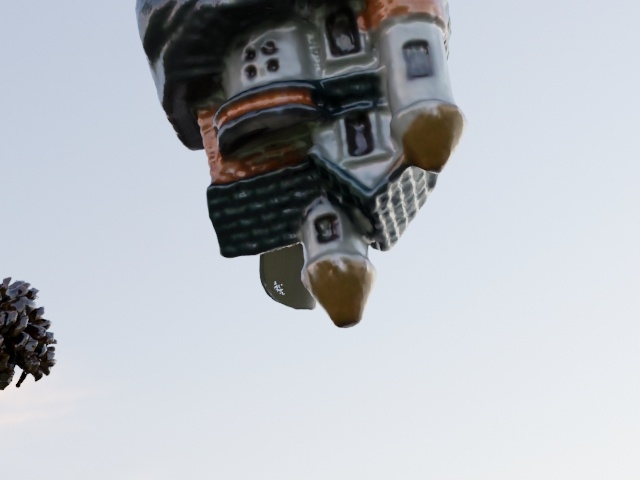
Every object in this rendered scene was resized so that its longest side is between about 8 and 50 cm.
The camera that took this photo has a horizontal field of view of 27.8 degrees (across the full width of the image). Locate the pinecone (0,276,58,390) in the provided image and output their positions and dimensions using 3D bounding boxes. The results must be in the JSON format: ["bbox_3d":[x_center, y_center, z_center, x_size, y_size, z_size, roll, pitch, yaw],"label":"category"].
[{"bbox_3d":[-0.432,0.128,1.744,0.174,0.173,0.173,-9,-23,-4],"label":"pinecone"}]

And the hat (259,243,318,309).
[{"bbox_3d":[0.000,0.000,1.548,0.147,0.175,0.085,0,7,-45],"label":"hat"}]

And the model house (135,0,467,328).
[{"bbox_3d":[-0.001,-0.080,1.091,0.271,0.300,0.190,-11,-24,2],"label":"model house"}]
